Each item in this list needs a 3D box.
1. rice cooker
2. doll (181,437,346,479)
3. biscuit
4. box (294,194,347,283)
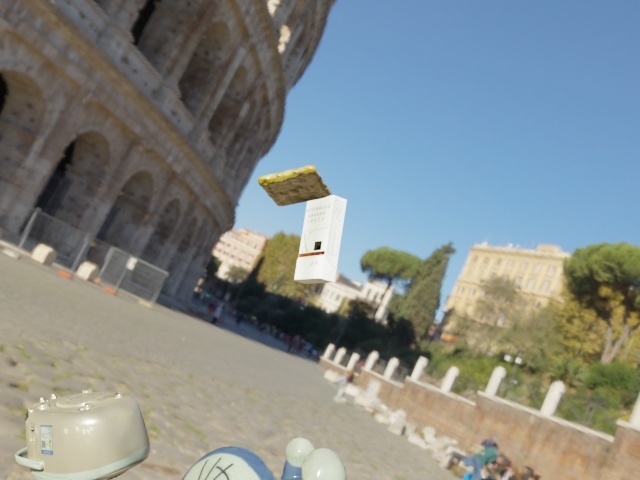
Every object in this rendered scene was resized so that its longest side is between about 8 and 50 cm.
[{"bbox_3d":[-0.340,0.283,0.974,0.206,0.127,0.145,-3,2,34],"label":"rice cooker"},{"bbox_3d":[-0.087,0.353,0.844,0.258,0.228,0.154,3,-31,30],"label":"doll"},{"bbox_3d":[-0.034,-0.074,0.927,0.083,0.018,0.081,-12,-25,16],"label":"biscuit"},{"bbox_3d":[0.000,0.000,1.233,0.040,0.154,0.084,19,-16,-37],"label":"box"}]
